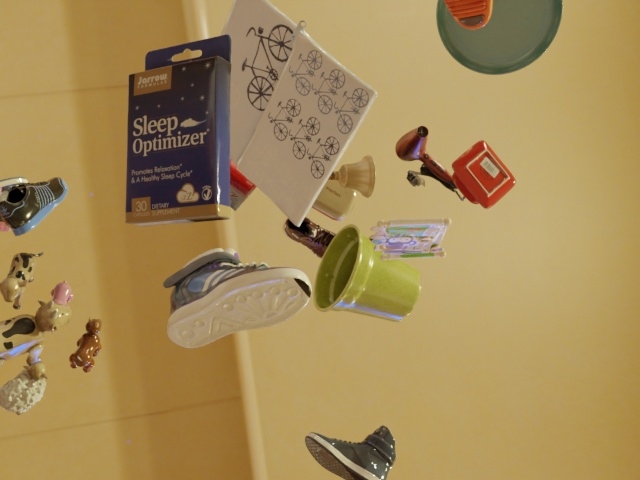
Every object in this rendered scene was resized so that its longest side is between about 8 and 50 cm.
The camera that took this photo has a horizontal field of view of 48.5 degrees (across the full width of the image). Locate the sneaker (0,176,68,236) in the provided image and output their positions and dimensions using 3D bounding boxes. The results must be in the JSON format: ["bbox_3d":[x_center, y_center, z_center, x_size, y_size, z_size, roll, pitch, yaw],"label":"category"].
[{"bbox_3d":[-0.673,-0.106,1.671,0.232,0.081,0.091,-80,150,-58],"label":"sneaker"}]

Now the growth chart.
[{"bbox_3d":[0.190,-0.002,1.505,0.237,0.171,0.021,78,7,-70],"label":"growth chart"}]

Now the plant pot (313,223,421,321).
[{"bbox_3d":[0.153,0.124,2.150,0.276,0.253,0.276,-51,-154,37],"label":"plant pot"}]

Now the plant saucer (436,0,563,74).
[{"bbox_3d":[0.461,-0.594,1.846,0.044,0.317,0.318,-58,145,-69],"label":"plant saucer"}]

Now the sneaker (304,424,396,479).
[{"bbox_3d":[0.085,0.516,1.795,0.163,0.226,0.086,-50,169,-41],"label":"sneaker"}]

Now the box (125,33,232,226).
[{"bbox_3d":[-0.171,-0.134,0.852,0.036,0.136,0.225,14,74,-62],"label":"box"}]

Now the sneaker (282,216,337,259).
[{"bbox_3d":[0.000,0.000,2.336,0.162,0.281,0.107,93,21,-84],"label":"sneaker"}]

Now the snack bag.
[{"bbox_3d":[-0.090,-0.242,1.271,0.342,0.037,0.323,45,-50,15],"label":"snack bag"}]

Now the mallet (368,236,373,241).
[{"bbox_3d":[0.156,0.065,2.339,0.039,0.062,0.190,53,-42,43],"label":"mallet"}]

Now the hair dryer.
[{"bbox_3d":[0.326,-0.246,2.122,0.223,0.080,0.293,19,-22,36],"label":"hair dryer"}]

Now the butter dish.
[{"bbox_3d":[0.429,-0.166,1.961,0.160,0.160,0.118,51,-29,2],"label":"butter dish"}]

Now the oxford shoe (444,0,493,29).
[{"bbox_3d":[0.299,-0.609,1.403,0.130,0.132,0.364,7,-62,41],"label":"oxford shoe"}]

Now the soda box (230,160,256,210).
[{"bbox_3d":[-0.166,-0.172,1.590,0.083,0.092,0.263,-46,-168,28],"label":"soda box"}]

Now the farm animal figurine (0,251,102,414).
[{"bbox_3d":[-0.675,0.187,1.641,0.330,0.326,0.172,41,-42,11],"label":"farm animal figurine"}]

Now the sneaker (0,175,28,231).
[{"bbox_3d":[-0.922,-0.070,1.946,0.131,0.319,0.112,51,-37,13],"label":"sneaker"}]

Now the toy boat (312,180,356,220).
[{"bbox_3d":[0.003,-0.165,2.511,0.151,0.231,0.151,-16,-132,63],"label":"toy boat"}]

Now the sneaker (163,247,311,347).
[{"bbox_3d":[-0.165,0.071,1.444,0.130,0.322,0.236,54,22,-33],"label":"sneaker"}]

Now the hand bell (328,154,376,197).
[{"bbox_3d":[0.026,-0.186,2.057,0.126,0.241,0.126,179,-90,-73],"label":"hand bell"}]
